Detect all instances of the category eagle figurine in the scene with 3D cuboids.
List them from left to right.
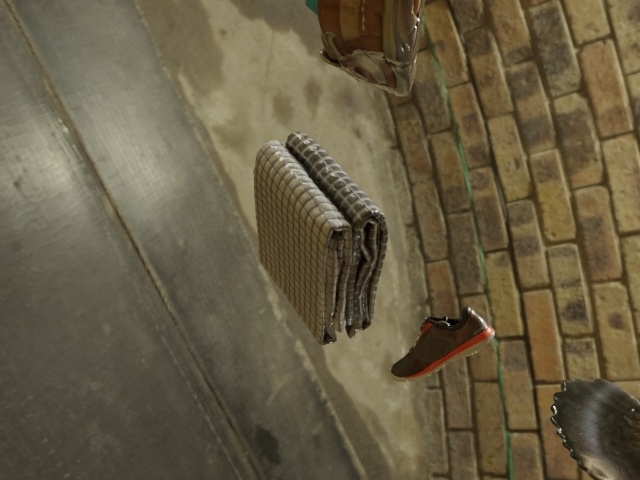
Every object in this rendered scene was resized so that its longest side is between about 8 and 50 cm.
[{"bbox_3d":[0.420,0.242,0.661,0.225,0.298,0.226,-27,95,-30],"label":"eagle figurine"}]

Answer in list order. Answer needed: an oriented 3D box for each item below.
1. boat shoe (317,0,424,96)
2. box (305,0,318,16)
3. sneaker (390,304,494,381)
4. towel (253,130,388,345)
[{"bbox_3d":[0.060,-0.248,0.763,0.324,0.116,0.123,-4,102,-83],"label":"boat shoe"},{"bbox_3d":[0.029,-0.489,1.109,0.100,0.244,0.060,-41,79,-11],"label":"box"},{"bbox_3d":[0.147,0.129,0.833,0.065,0.158,0.061,57,31,3],"label":"sneaker"},{"bbox_3d":[0.000,0.000,1.025,0.121,0.235,0.284,-23,140,-21],"label":"towel"}]
